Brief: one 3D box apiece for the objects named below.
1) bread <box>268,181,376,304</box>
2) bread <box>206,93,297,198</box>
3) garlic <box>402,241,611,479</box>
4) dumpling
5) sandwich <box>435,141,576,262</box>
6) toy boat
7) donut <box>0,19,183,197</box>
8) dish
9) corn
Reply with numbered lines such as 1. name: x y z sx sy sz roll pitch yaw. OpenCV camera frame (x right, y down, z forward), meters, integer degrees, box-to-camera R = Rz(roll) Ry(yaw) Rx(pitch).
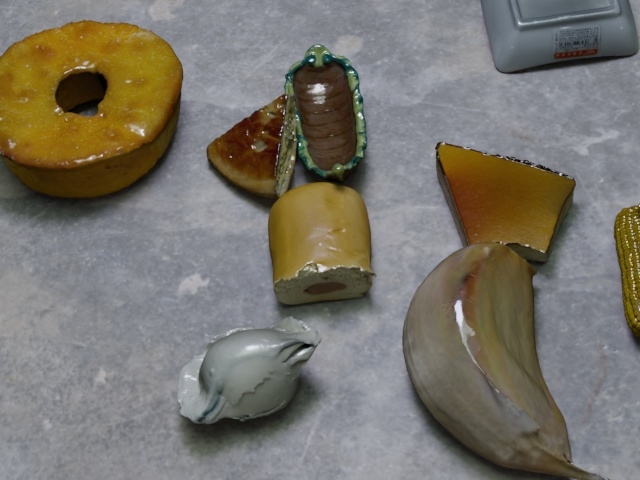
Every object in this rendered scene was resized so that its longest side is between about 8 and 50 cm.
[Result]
1. bread: -0.001 -0.001 1.763 0.134 0.085 0.173 -8 50 -1
2. bread: -0.074 -0.110 1.866 0.154 0.054 0.136 -37 54 23
3. garlic: 0.208 0.144 1.591 0.196 0.151 0.338 -5 50 -14
4. dumpling: -0.087 0.150 1.643 0.188 0.108 0.127 -32 27 -2
5. sandwich: 0.215 -0.037 1.787 0.193 0.058 0.162 17 55 17
6. toy boat: 0.012 -0.150 1.884 0.109 0.099 0.293 -10 42 1
7. donut: -0.331 -0.178 1.937 0.303 0.110 0.303 -2 49 2
8. dish: 0.345 -0.334 1.990 0.213 0.077 0.151 -8 62 0
9. corn: 0.401 0.038 1.698 0.068 0.068 0.207 -1 48 5
